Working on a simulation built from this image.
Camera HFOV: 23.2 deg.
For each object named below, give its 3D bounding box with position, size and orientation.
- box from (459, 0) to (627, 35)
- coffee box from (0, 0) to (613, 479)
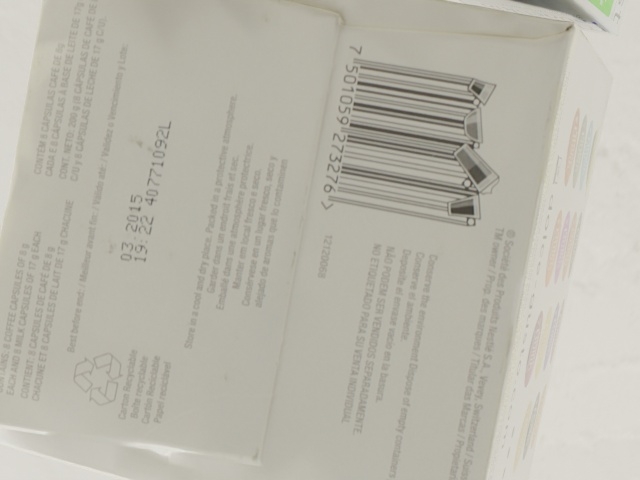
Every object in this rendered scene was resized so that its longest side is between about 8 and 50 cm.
[{"bbox_3d":[0.150,-0.292,1.052,0.127,0.231,0.262,15,-89,24],"label":"box"},{"bbox_3d":[0.000,0.000,1.101,0.338,0.334,0.337,12,-87,14],"label":"coffee box"}]
